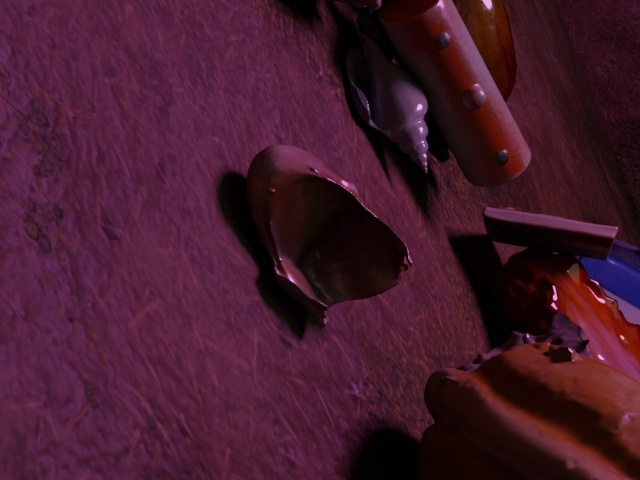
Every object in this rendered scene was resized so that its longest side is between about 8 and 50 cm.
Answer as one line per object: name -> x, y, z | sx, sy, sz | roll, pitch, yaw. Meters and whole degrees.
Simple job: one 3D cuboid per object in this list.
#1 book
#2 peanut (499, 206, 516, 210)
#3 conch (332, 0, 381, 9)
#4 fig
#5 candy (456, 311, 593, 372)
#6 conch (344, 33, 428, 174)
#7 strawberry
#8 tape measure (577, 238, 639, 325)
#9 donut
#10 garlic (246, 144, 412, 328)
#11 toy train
book -> 0.293, -0.008, 1.632 | 0.232, 0.162, 0.022 | 32, 69, -78
peanut -> 0.257, -0.028, 1.788 | 0.037, 0.037, 0.083 | 68, 19, 2
conch -> 0.035, -0.391, 1.317 | 0.324, 0.186, 0.263 | 22, 76, -52
fig -> 0.188, -0.284, 1.668 | 0.274, 0.145, 0.170 | 86, 1, -54
candy -> 0.243, 0.195, 1.364 | 0.195, 0.137, 0.185 | 69, 20, 0
conch -> 0.073, -0.149, 1.426 | 0.180, 0.088, 0.065 | 61, -26, 12
strawberry -> 0.316, 0.172, 1.592 | 0.265, 0.149, 0.336 | -13, 70, -58
tape measure -> 0.454, 0.161, 1.801 | 0.259, 0.138, 0.262 | 35, -29, 38
donut -> 0.249, 0.258, 1.029 | 0.449, 0.198, 0.449 | 44, -7, 7
garlic -> 0.005, -0.010, 1.041 | 0.174, 0.099, 0.124 | 51, 10, -36
toy train -> 0.148, -0.186, 1.485 | 0.285, 0.116, 0.177 | 59, -4, -28
